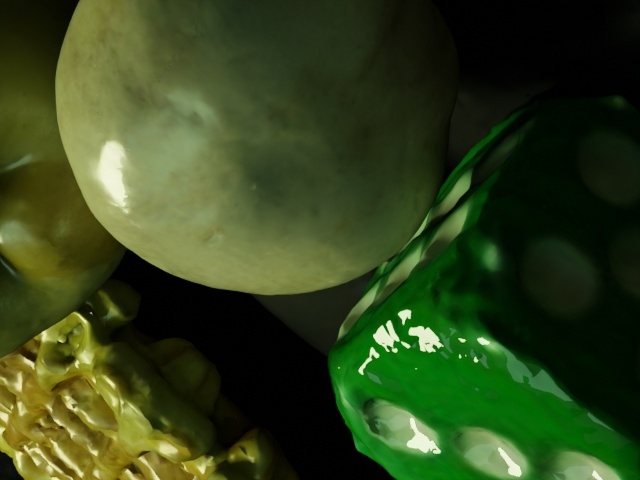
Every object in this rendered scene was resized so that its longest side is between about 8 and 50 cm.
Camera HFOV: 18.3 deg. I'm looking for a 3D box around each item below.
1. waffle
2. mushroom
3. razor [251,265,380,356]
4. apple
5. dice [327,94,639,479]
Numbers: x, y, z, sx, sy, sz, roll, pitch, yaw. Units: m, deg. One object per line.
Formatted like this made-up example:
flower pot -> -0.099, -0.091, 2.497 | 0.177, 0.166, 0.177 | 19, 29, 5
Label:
waffle -> -0.105, 0.096, 0.990 | 0.325, 0.068, 0.302 | 19, 147, 43
mushroom -> -0.021, -0.056, 0.718 | 0.154, 0.122, 0.154 | -4, 121, -7
razor -> 0.000, 0.000, 0.838 | 0.148, 0.054, 0.090 | 42, 142, -19
apple -> -0.168, -0.040, 0.797 | 0.200, 0.200, 0.200 | 21, 147, 14
dice -> 0.085, 0.030, 0.742 | 0.120, 0.131, 0.128 | 36, 149, -6
